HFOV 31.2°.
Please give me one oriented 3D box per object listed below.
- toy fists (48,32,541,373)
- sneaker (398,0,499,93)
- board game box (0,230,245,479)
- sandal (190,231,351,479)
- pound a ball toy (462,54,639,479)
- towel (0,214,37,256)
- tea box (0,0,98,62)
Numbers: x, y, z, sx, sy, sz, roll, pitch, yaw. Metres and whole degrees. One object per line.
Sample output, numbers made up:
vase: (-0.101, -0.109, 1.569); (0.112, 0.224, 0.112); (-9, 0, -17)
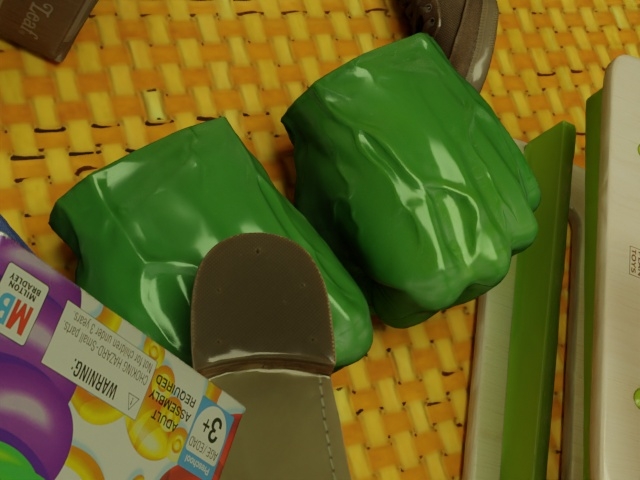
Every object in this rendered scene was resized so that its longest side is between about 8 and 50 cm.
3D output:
toy fists: (0.000, 0.000, 0.606); (0.279, 0.096, 0.142); (-27, 77, -33)
sneaker: (0.073, -0.160, 0.743); (0.071, 0.066, 0.188); (11, 58, -6)
board game box: (-0.160, 0.146, 0.371); (0.142, 0.144, 0.275); (45, 56, -47)
sandal: (-0.028, 0.118, 0.477); (0.088, 0.079, 0.240); (4, 59, -5)
pound a ball toy: (0.193, 0.057, 0.616); (0.135, 0.208, 0.319); (20, 60, -21)
towel: (-0.238, 0.075, 0.412); (0.336, 0.040, 0.243); (-61, 138, -32)
tea box: (-0.191, -0.328, 0.562); (0.323, 0.220, 0.329); (26, 60, -16)
